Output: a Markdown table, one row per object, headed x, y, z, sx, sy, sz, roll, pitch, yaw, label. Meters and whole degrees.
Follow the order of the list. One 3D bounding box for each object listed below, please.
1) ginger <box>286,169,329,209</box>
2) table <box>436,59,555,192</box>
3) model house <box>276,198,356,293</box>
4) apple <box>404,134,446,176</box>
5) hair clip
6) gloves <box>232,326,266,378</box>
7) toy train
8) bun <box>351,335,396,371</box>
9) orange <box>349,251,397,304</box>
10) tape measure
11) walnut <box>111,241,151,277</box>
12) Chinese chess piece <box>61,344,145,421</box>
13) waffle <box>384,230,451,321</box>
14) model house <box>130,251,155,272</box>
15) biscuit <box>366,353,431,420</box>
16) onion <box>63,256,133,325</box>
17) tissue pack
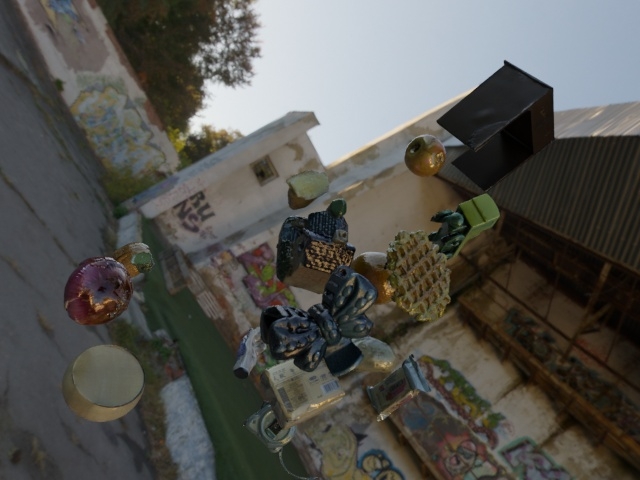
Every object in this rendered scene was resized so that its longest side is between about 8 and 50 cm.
| x | y | z | sx | sy | sz | roll | pitch | yaw | label |
| --- | --- | --- | --- | --- | --- | --- | --- | --- | --- |
| -0.048 | -0.188 | 1.783 | 0.115 | 0.193 | 0.122 | 54 | -36 | 19 | ginger |
| 0.551 | -0.350 | 1.452 | 0.196 | 0.282 | 0.250 | 54 | 6 | 36 | table |
| 0.002 | 0.001 | 1.709 | 0.284 | 0.243 | 0.298 | -42 | -144 | 49 | model house |
| 0.360 | -0.286 | 1.582 | 0.146 | 0.146 | 0.146 | 53 | -14 | 19 | apple |
| 0.007 | 0.213 | 1.180 | 0.206 | 0.310 | 0.194 | 66 | -12 | -19 | hair clip |
| -0.286 | 0.445 | 1.862 | 0.097 | 0.229 | 0.119 | 8 | -47 | 22 | gloves |
| 0.569 | -0.032 | 1.919 | 0.369 | 0.237 | 0.150 | 87 | -18 | -67 | toy train |
| 0.198 | 0.495 | 2.028 | 0.273 | 0.168 | 0.273 | 11 | -14 | 3 | bun |
| 0.225 | 0.153 | 1.875 | 0.236 | 0.236 | 0.236 | 53 | -14 | 19 | orange |
| -0.097 | 0.680 | 1.555 | 0.330 | 0.164 | 0.084 | 42 | -11 | 0 | tape measure |
| -0.826 | 0.088 | 2.010 | 0.144 | 0.180 | 0.144 | 62 | -7 | 13 | walnut |
| -0.700 | 0.459 | 1.503 | 0.250 | 0.103 | 0.249 | 31 | 27 | -18 | Chinese chess piece |
| 0.326 | 0.111 | 1.535 | 0.302 | 0.325 | 0.068 | 23 | -34 | -32 | waffle |
| -0.669 | 0.093 | 1.760 | 0.083 | 0.079 | 0.066 | 87 | -2 | -45 | model house |
| 0.349 | 0.677 | 2.117 | 0.079 | 0.309 | 0.186 | 21 | 35 | -38 | biscuit |
| -0.663 | 0.163 | 1.420 | 0.163 | 0.230 | 0.230 | 11 | -39 | 30 | onion |
| -0.058 | 0.457 | 1.442 | 0.186 | 0.222 | 0.090 | 56 | -33 | 27 | tissue pack |
